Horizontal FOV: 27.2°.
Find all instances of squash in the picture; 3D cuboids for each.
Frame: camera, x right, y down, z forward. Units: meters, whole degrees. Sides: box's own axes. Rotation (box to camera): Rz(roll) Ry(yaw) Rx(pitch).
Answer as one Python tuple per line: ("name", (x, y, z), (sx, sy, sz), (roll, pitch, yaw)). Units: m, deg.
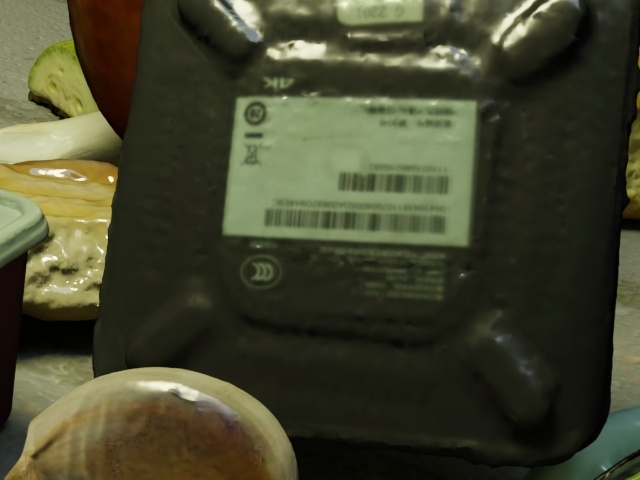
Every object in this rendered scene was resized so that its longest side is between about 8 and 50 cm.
("squash", (-0.175, -0.190, 1.470), (0.252, 0.093, 0.169), (-14, 31, -38))

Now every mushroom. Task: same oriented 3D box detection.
("mushroom", (-0.231, -0.090, 1.282), (0.209, 0.071, 0.084), (-13, 65, -32))

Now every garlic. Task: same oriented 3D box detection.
("garlic", (-0.107, 0.139, 0.791), (0.198, 0.129, 0.090), (11, -14, 1))

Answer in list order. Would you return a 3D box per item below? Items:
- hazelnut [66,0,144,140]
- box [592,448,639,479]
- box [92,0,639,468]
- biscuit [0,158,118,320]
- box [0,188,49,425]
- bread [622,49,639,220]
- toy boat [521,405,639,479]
("hazelnut", (-0.035, -0.232, 1.157), (0.352, 0.421, 0.421), (35, 15, -24))
("box", (0.195, 0.210, 0.626), (0.177, 0.195, 0.148), (-15, 34, -39))
("box", (0.025, -0.032, 0.881), (0.359, 0.350, 0.091), (4, -7, 15))
("biscuit", (-0.211, -0.001, 1.060), (0.274, 0.091, 0.213), (0, 18, -22))
("box", (-0.311, 0.071, 0.800), (0.193, 0.168, 0.294), (15, 26, 19))
("bread", (0.269, -0.147, 1.347), (0.375, 0.237, 0.165), (3, 24, -11))
("toy boat", (0.207, 0.165, 0.867), (0.134, 0.079, 0.207), (23, 31, 35))
